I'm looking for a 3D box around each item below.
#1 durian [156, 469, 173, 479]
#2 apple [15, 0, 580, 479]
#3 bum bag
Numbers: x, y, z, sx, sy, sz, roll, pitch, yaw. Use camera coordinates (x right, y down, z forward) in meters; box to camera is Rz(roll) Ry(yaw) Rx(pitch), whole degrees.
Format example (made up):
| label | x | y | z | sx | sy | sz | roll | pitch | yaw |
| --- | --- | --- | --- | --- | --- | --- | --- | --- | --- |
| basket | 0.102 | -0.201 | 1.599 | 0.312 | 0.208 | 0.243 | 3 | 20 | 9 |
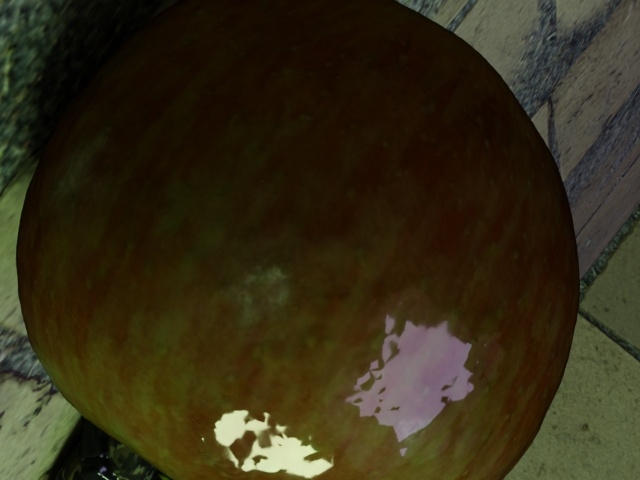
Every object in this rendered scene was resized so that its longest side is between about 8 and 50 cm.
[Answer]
| label | x | y | z | sx | sy | sz | roll | pitch | yaw |
| --- | --- | --- | --- | --- | --- | --- | --- | --- | --- |
| durian | -0.069 | 0.244 | 1.303 | 0.291 | 0.224 | 0.291 | 1 | 90 | -70 |
| apple | 0.000 | 0.000 | 0.843 | 0.309 | 0.277 | 0.250 | -25 | 138 | -81 |
| bum bag | -0.152 | 0.169 | 1.180 | 0.102 | 0.069 | 0.248 | -99 | -148 | -53 |
